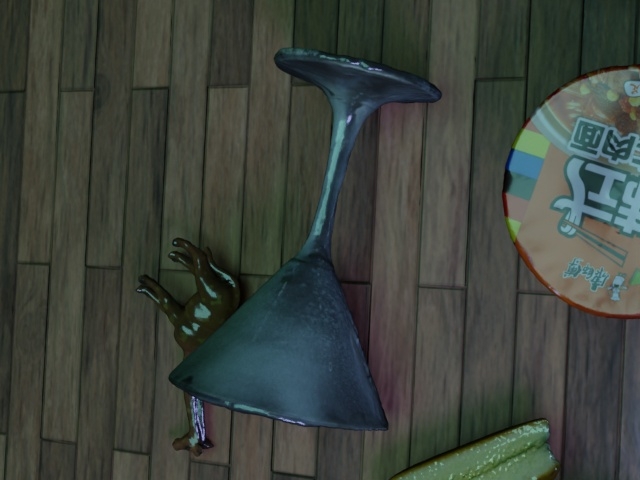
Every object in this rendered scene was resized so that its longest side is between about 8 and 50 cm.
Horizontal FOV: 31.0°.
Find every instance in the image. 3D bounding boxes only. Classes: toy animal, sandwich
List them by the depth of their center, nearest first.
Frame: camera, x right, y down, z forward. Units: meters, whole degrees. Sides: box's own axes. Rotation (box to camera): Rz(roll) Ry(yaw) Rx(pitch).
[{"bbox_3d":[0.177,0.278,1.324,0.244,0.088,0.090,-30,67,26],"label":"sandwich"},{"bbox_3d":[-0.171,0.139,1.508,0.224,0.066,0.230,-46,75,17],"label":"toy animal"}]

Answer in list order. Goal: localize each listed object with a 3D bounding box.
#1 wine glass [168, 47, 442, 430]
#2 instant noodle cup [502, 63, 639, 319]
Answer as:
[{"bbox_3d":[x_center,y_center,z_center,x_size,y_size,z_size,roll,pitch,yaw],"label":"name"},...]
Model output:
[{"bbox_3d":[0.000,0.000,1.334,0.267,0.267,0.406,15,90,26],"label":"wine glass"},{"bbox_3d":[0.335,-0.046,1.198,0.250,0.192,0.250,-1,88,25],"label":"instant noodle cup"}]
